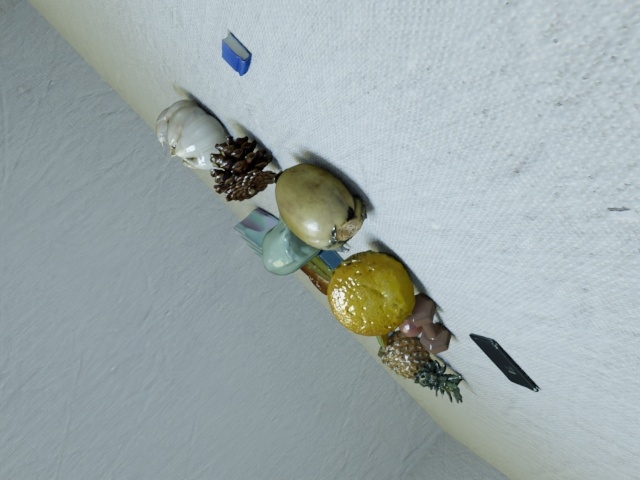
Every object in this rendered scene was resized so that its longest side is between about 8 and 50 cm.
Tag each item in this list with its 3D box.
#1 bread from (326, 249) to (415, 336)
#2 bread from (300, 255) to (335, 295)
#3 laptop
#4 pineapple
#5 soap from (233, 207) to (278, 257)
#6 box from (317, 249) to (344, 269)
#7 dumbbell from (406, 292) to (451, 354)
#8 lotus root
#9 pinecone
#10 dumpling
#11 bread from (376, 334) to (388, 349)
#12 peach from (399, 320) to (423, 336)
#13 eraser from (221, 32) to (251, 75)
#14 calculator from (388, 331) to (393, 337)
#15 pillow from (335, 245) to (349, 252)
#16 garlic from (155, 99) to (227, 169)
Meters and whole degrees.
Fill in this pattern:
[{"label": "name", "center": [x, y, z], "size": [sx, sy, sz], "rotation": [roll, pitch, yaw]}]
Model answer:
[{"label": "bread", "center": [0.133, 0.138, 1.502], "size": [0.240, 0.240, 0.139], "rotation": [46, -171, -9]}, {"label": "bread", "center": [-0.009, 0.114, 2.290], "size": [0.234, 0.110, 0.184], "rotation": [42, 169, 22]}, {"label": "laptop", "center": [0.462, 0.308, 1.432], "size": [0.180, 0.016, 0.129], "rotation": [47, 169, -7]}, {"label": "pineapple", "center": [0.379, 0.476, 2.067], "size": [0.340, 0.169, 0.169], "rotation": [39, 169, 23]}, {"label": "soap", "center": [-0.246, -0.008, 2.628], "size": [0.261, 0.156, 0.446], "rotation": [51, 169, -29]}, {"label": "box", "center": [0.033, 0.061, 2.066], "size": [0.099, 0.054, 0.074], "rotation": [47, 172, -14]}, {"label": "dumbbell", "center": [0.304, 0.239, 1.599], "size": [0.082, 0.092, 0.231], "rotation": [3, 147, 32]}, {"label": "lotus root", "center": [-0.027, -0.098, 1.359], "size": [0.310, 0.182, 0.183], "rotation": [44, 172, 40]}, {"label": "pinecone", "center": [-0.236, -0.218, 1.676], "size": [0.207, 0.208, 0.208], "rotation": [43, 170, 9]}, {"label": "dumpling", "center": [-0.098, 0.004, 2.016], "size": [0.211, 0.270, 0.320], "rotation": [25, 153, -24]}, {"label": "bread", "center": [0.235, 0.313, 2.054], "size": [0.139, 0.084, 0.074], "rotation": [67, 168, -3]}, {"label": "peach", "center": [0.288, 0.267, 1.788], "size": [0.083, 0.083, 0.083], "rotation": [43, 170, 9]}, {"label": "eraser", "center": [-0.174, -0.382, 1.165], "size": [0.063, 0.027, 0.084], "rotation": [45, 170, -4]}, {"label": "calculator", "center": [0.234, 0.346, 2.452], "size": [0.303, 0.042, 0.188], "rotation": [45, 170, 17]}, {"label": "pillow", "center": [-0.013, -0.054, 1.772], "size": [0.169, 0.059, 0.255], "rotation": [30, 161, 48]}, {"label": "garlic", "center": [-0.422, -0.345, 1.858], "size": [0.281, 0.203, 0.184], "rotation": [49, 151, 0]}]
